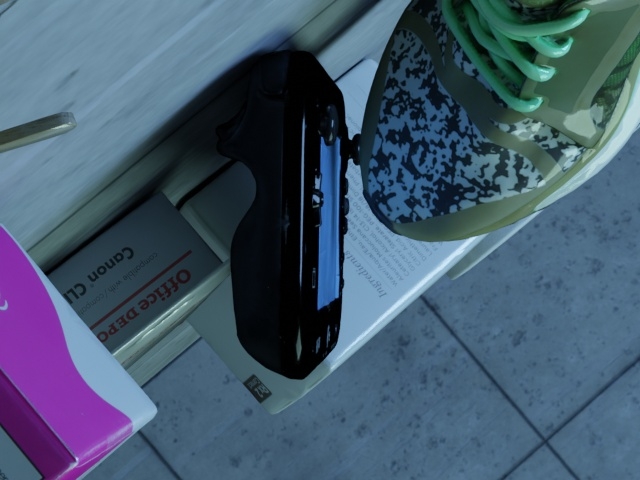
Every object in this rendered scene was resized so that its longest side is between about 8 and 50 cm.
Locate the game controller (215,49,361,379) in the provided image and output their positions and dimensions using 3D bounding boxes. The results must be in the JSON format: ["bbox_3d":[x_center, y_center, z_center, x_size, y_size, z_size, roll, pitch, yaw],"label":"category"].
[{"bbox_3d":[-0.008,-0.013,0.993,0.067,0.166,0.319,-8,180,5],"label":"game controller"}]

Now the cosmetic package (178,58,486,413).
[{"bbox_3d":[0.000,0.000,1.244,0.184,0.151,0.151,-40,177,-24],"label":"cosmetic package"}]

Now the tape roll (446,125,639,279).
[{"bbox_3d":[0.153,-0.104,1.515,0.246,0.169,0.246,-40,178,-2],"label":"tape roll"}]

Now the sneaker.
[{"bbox_3d":[0.119,-0.144,0.889,0.182,0.158,0.410,-20,155,-51],"label":"sneaker"}]

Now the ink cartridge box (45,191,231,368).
[{"bbox_3d":[-0.127,0.041,1.049,0.115,0.067,0.198,-40,179,-21],"label":"ink cartridge box"}]

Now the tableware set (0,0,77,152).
[{"bbox_3d":[-0.150,0.010,0.444,0.128,0.039,0.194,-43,177,42],"label":"tableware set"}]

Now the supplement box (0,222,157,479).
[{"bbox_3d":[-0.190,0.105,0.705,0.220,0.114,0.111,-40,177,10],"label":"supplement box"}]
